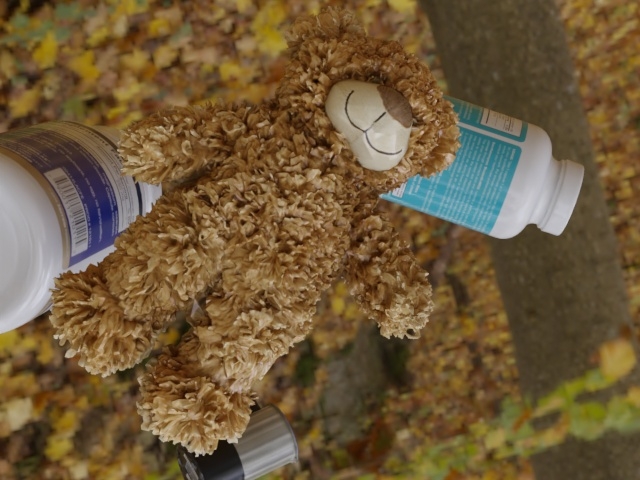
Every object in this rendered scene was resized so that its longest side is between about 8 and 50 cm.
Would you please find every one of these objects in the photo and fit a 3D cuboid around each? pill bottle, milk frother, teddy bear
[{"bbox_3d":[-0.242,-0.023,1.054,0.153,0.153,0.264,-17,-173,17],"label":"pill bottle"},{"bbox_3d":[-0.105,0.242,1.513,0.134,0.129,0.143,-22,173,-25],"label":"milk frother"},{"bbox_3d":[-0.037,-0.011,0.861,0.338,0.245,0.113,-31,170,-6],"label":"teddy bear"},{"bbox_3d":[0.180,-0.091,1.482,0.264,0.146,0.146,20,172,3],"label":"pill bottle"}]
